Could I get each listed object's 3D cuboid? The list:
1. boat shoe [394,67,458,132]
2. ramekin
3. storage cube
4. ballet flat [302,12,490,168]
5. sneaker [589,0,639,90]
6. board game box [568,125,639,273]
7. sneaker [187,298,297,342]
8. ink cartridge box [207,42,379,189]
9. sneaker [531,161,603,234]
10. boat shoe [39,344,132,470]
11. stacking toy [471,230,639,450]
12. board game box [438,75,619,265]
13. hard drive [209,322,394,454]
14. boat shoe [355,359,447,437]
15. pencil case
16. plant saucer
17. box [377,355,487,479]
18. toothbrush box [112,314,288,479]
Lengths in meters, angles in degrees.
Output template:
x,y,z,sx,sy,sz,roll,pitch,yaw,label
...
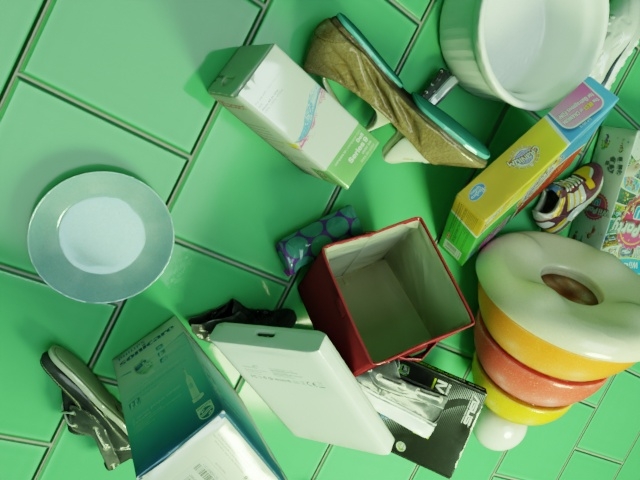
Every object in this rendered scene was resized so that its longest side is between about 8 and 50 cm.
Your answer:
x,y,z,sx,sy,sz,roll,pitch,yaw,label
0.177,-0.239,0.956,0.142,0.049,0.040,-45,84,1,boat shoe
0.339,-0.367,0.939,0.277,0.135,0.277,-8,109,-23,ramekin
0.093,0.104,0.891,0.184,0.193,0.214,-18,73,-21,storage cube
0.110,-0.202,0.873,0.342,0.116,0.124,37,116,-16,ballet flat
0.542,-0.381,1.066,0.095,0.090,0.235,21,94,-20,sneaker
0.687,-0.082,1.220,0.224,0.097,0.303,4,105,-27,board game box
-0.126,0.133,0.915,0.170,0.051,0.089,-24,119,-14,sneaker
-0.042,-0.180,0.799,0.212,0.154,0.093,35,89,-30,ink cartridge box
0.515,-0.101,1.145,0.185,0.070,0.084,-52,126,-4,sneaker
-0.350,0.256,0.826,0.079,0.084,0.233,-33,120,-14,boat shoe
0.426,0.250,1.128,0.351,0.350,0.479,-5,127,-25,stacking toy
0.358,-0.112,0.985,0.316,0.064,0.242,-41,162,-9,board game box
-0.023,0.245,0.895,0.307,0.203,0.040,60,42,-38,hard drive
0.103,0.249,1.007,0.301,0.108,0.102,32,87,-10,boat shoe
0.000,0.000,0.928,0.152,0.064,0.070,-27,143,-15,pencil case
-0.312,-0.006,0.790,0.195,0.037,0.194,-8,109,-24,plant saucer
0.207,0.345,1.090,0.184,0.045,0.190,23,97,12,box
-0.173,0.272,0.796,0.126,0.295,0.216,-36,119,-11,toothbrush box
